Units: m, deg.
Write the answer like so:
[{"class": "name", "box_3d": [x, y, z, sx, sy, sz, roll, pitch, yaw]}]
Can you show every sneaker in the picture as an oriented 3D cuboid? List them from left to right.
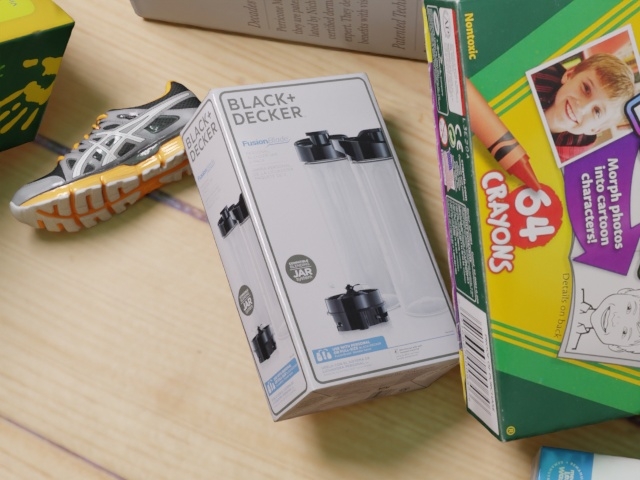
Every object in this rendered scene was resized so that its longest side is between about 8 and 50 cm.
[{"class": "sneaker", "box_3d": [-0.197, -0.078, 1.401, 0.215, 0.084, 0.083, -26, 73, -15]}]

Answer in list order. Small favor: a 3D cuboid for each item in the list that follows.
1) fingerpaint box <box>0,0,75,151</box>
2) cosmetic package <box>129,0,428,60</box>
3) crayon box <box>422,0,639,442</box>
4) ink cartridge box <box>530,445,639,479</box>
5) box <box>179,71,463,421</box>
[{"class": "fingerpaint box", "box_3d": [-0.511, -0.226, 1.314, 0.445, 0.163, 0.371, 42, 41, 18]}, {"class": "cosmetic package", "box_3d": [0.028, -0.388, 1.350, 0.393, 0.327, 0.329, 9, 73, 6]}, {"class": "crayon box", "box_3d": [0.264, -0.043, 1.233, 0.313, 0.106, 0.363, -10, 103, -11]}, {"class": "ink cartridge box", "box_3d": [0.291, 0.260, 1.262, 0.231, 0.078, 0.134, 7, 74, 5]}, {"class": "box", "box_3d": [0.000, 0.000, 1.324, 0.169, 0.087, 0.290, -8, 69, -28]}]
